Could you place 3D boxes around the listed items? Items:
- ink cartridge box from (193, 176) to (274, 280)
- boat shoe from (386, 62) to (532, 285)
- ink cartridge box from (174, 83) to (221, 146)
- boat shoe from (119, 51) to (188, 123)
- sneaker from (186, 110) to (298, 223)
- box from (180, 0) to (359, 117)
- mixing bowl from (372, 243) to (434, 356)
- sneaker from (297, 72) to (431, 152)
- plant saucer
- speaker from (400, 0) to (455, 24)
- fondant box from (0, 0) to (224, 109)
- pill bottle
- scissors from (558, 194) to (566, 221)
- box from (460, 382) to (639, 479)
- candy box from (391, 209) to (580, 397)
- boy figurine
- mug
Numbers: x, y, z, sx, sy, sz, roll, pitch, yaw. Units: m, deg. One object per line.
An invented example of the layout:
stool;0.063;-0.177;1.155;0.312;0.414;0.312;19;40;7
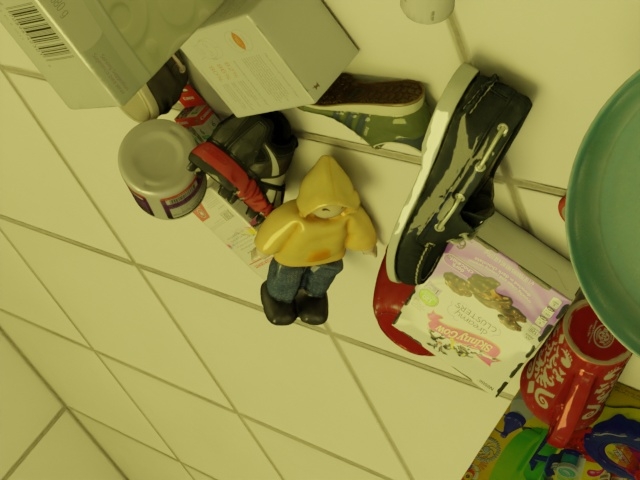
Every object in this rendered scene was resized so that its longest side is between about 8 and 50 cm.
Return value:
ink cartridge box;-0.095;-0.019;1.811;0.198;0.067;0.115;45;154;-10
boat shoe;0.148;-0.049;1.327;0.091;0.114;0.302;28;139;14
ink cartridge box;-0.172;-0.166;1.710;0.063;0.029;0.115;1;136;53
boat shoe;-0.274;-0.306;1.564;0.112;0.095;0.335;10;138;40
sneaker;-0.082;-0.105;1.617;0.097;0.135;0.276;38;179;14
box;-0.065;-0.225;1.398;0.170;0.091;0.130;-1;134;54
mixing bowl;0.138;0.092;1.654;0.181;0.098;0.181;31;154;17
sneaker;0.050;-0.142;1.414;0.192;0.064;0.086;11;139;39
plant saucer;0.368;-0.024;1.020;0.317;0.044;0.318;4;106;13
speaker;0.103;-0.269;1.145;0.055;0.055;0.136;29;153;19
fondant box;-0.172;-0.315;1.108;0.096;0.330;0.238;3;138;48
pill bottle;-0.212;-0.089;1.667;0.108;0.108;0.193;35;169;6
scissors;0.379;0.035;1.327;0.297;0.021;0.109;42;153;-4
box;0.358;0.347;1.575;0.290;0.279;0.177;22;150;30
candy box;0.204;0.073;1.488;0.165;0.070;0.196;34;131;7
boy figurine;0.000;0.000;1.641;0.177;0.092;0.285;2;142;-16
mug;0.326;0.165;1.492;0.113;0.150;0.169;-5;149;-10
